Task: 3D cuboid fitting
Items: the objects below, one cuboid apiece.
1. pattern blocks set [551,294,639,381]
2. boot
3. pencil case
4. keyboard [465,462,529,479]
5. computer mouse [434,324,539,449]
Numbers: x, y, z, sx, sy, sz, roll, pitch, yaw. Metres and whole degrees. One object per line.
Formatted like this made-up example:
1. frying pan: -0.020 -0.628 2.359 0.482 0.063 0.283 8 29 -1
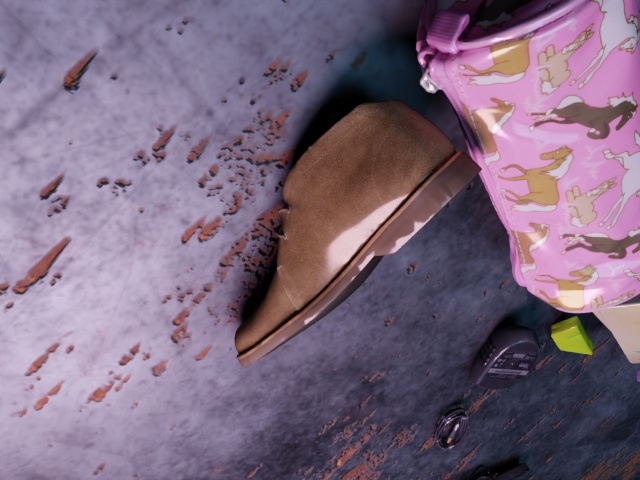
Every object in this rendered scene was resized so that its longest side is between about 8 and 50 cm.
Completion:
1. pattern blocks set: 0.441 0.109 0.880 0.286 0.026 0.325 -5 145 26
2. boot: 0.000 0.000 0.635 0.305 0.115 0.112 -47 175 29
3. pencil case: 0.215 -0.087 0.629 0.386 0.167 0.160 52 48 -44
4. keyboard: 0.241 0.385 1.100 0.192 0.038 0.100 -20 155 -15
5. computer mouse: 0.213 0.197 0.933 0.071 0.041 0.242 10 126 -24
